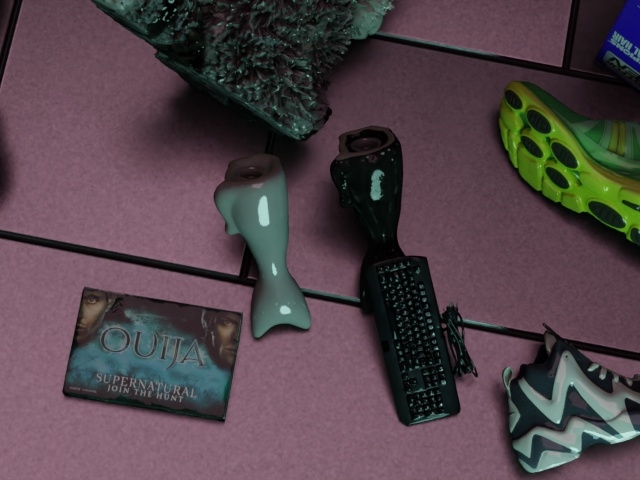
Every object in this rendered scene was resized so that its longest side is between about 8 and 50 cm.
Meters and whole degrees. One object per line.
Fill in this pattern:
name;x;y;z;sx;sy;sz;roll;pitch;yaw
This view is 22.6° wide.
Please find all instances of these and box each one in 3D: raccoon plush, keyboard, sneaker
raccoon plush;-0.045;-0.299;1.753;0.216;0.446;0.299;30;88;19
keyboard;0.118;0.109;1.794;0.100;0.038;0.192;-15;101;-6
sneaker;0.311;0.152;1.799;0.235;0.094;0.153;-21;85;2
sneaker;0.337;-0.092;1.879;0.295;0.109;0.123;36;50;10

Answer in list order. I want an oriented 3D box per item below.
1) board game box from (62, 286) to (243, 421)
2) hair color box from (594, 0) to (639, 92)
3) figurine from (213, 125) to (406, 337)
board game box;-0.189;0.128;1.816;0.186;0.026;0.126;9;75;0
hair color box;0.430;-0.303;1.805;0.110;0.339;0.185;36;76;9
figurine;0.000;0.000;1.804;0.214;0.092;0.210;-14;114;-5
